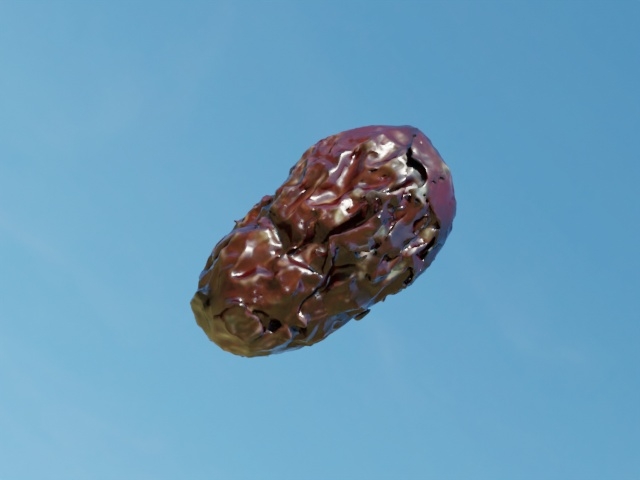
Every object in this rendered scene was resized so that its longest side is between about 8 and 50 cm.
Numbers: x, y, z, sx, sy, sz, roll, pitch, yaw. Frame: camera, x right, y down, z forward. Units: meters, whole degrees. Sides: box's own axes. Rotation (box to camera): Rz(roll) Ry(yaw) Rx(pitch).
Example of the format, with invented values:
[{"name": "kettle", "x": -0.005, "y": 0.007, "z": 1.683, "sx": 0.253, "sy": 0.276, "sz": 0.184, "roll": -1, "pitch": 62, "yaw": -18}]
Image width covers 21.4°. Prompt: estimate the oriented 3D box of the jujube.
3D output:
[{"name": "jujube", "x": 0.000, "y": 0.001, "z": 0.941, "sx": 0.104, "sy": 0.166, "sz": 0.104, "roll": 55, "pitch": -10, "yaw": 15}]
